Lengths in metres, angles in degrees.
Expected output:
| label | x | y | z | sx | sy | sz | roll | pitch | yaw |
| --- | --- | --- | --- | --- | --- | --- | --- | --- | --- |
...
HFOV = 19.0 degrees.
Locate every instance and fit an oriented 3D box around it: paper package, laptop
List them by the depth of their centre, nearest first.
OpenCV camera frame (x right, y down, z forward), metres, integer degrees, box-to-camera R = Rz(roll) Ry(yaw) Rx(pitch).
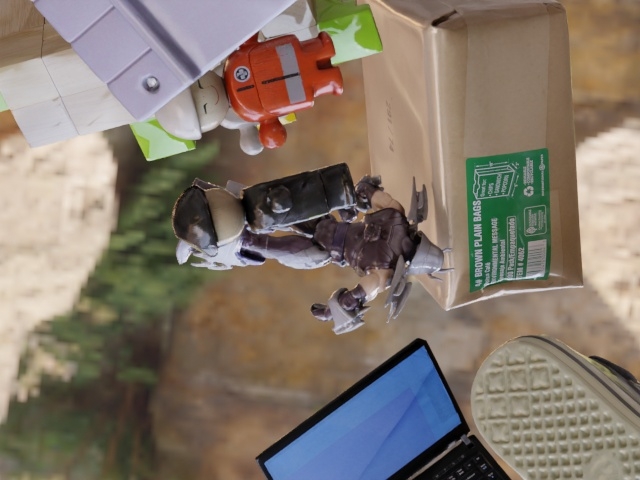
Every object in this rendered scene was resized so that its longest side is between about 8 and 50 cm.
| label | x | y | z | sx | sy | sz | roll | pitch | yaw |
| --- | --- | --- | --- | --- | --- | --- | --- | --- | --- |
| laptop | 0.102 | 0.288 | 2.084 | 0.234 | 0.264 | 0.136 | -35 | 161 | -12 |
| paper package | 0.160 | -0.126 | 2.123 | 0.168 | 0.325 | 0.309 | -8 | -161 | -11 |

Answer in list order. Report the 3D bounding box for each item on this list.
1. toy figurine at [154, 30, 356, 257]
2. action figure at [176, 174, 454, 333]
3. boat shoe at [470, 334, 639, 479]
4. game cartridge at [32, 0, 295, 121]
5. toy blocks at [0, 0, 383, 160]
| label | x | y | z | sx | sy | sz | roll | pitch | yaw |
| --- | --- | --- | --- | --- | --- | --- | --- | --- | --- |
| toy figurine | -0.070 | -0.118 | 1.525 | 0.148 | 0.209 | 0.213 | -15 | 141 | -6 |
| action figure | 0.000 | 0.000 | 1.986 | 0.285 | 0.185 | 0.099 | 11 | 138 | 5 |
| boat shoe | 0.356 | 0.278 | 1.888 | 0.500 | 0.187 | 0.156 | 45 | -159 | 29 |
| game cartridge | -0.074 | -0.249 | 1.192 | 0.355 | 0.230 | 0.068 | -34 | -163 | 36 |
| toy blocks | -0.147 | -0.237 | 1.776 | 0.381 | 0.191 | 0.261 | -15 | -139 | 9 |
